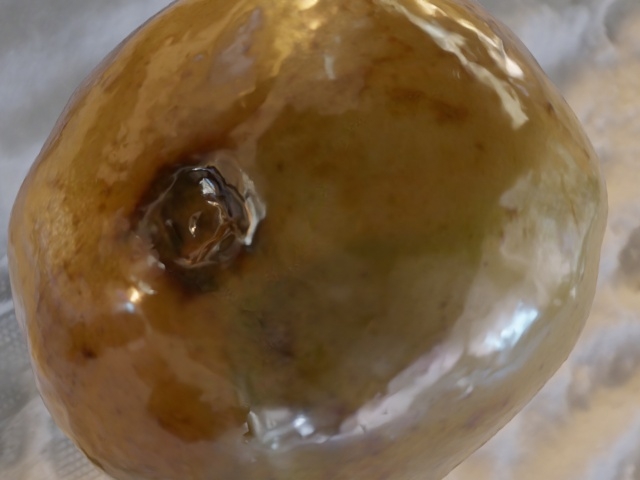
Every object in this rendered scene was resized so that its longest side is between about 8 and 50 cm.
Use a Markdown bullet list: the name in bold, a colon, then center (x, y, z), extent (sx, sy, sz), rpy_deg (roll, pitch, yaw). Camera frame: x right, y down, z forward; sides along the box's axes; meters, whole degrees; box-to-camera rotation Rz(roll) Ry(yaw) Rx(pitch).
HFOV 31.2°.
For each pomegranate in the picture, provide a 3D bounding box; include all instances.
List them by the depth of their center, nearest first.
- **pomegranate**: center (-0.011, 0.002, 0.554), extent (0.307, 0.307, 0.307), rpy_deg (13, 64, -28)
